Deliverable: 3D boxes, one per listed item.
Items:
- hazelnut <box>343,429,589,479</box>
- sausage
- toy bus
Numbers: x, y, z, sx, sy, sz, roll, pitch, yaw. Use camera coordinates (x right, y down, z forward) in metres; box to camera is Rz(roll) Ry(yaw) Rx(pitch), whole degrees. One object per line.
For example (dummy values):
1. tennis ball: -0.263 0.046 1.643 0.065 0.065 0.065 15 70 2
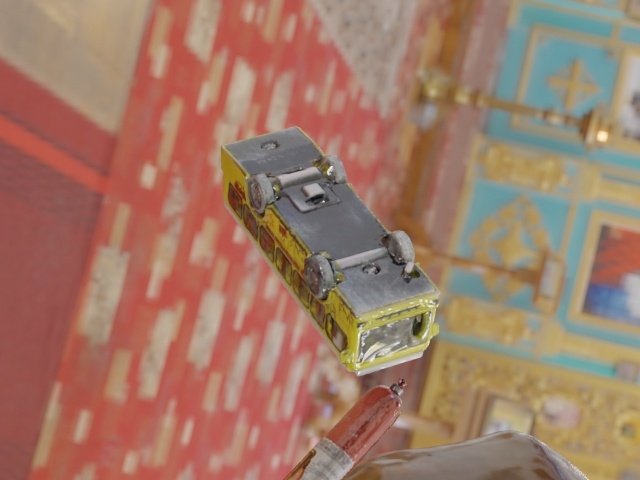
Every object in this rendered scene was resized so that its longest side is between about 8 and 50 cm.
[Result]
1. hazelnut: 0.129 0.356 1.630 0.366 0.366 0.365 14 90 -81
2. sausage: -0.024 0.188 1.231 0.253 0.034 0.034 -45 161 -16
3. toy bus: 0.000 0.000 1.299 0.226 0.081 0.074 50 -34 42
